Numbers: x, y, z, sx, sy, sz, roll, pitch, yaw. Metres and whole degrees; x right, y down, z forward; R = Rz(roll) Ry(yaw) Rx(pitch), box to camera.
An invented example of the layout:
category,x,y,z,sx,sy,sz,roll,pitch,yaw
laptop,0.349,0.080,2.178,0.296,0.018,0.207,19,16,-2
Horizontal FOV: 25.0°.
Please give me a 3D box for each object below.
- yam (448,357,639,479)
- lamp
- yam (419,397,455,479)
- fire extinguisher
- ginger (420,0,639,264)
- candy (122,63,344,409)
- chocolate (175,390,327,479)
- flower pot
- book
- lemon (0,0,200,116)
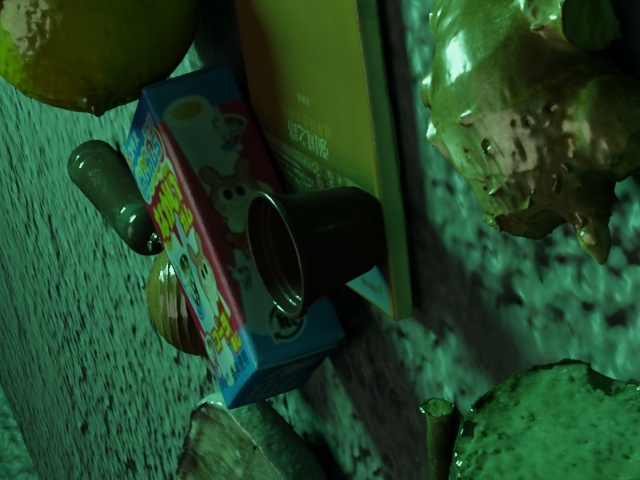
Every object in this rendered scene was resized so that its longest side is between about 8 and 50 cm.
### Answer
category,x,y,z,sx,sy,sz,roll,pitch,yaw
yam,0.168,0.247,1.020,0.168,0.168,0.304,43,143,48
lamp,-0.123,0.058,1.553,0.136,0.136,0.136,48,149,43
yam,0.104,0.197,1.287,0.033,0.027,0.129,10,124,19
fire extinguisher,-0.239,-0.035,1.821,0.268,0.072,0.089,42,136,48
ginger,0.137,-0.084,0.894,0.157,0.102,0.216,-33,71,40
candy,-0.092,-0.002,1.422,0.306,0.100,0.157,68,160,14
chocolate,-0.072,0.272,1.659,0.185,0.100,0.303,52,155,16
flower pot,0.000,0.000,1.208,0.111,0.089,0.111,47,147,45
book,-0.010,-0.139,1.274,0.262,0.028,0.374,34,138,56
lemon,-0.233,-0.245,1.436,0.253,0.228,0.228,-91,-4,-60
